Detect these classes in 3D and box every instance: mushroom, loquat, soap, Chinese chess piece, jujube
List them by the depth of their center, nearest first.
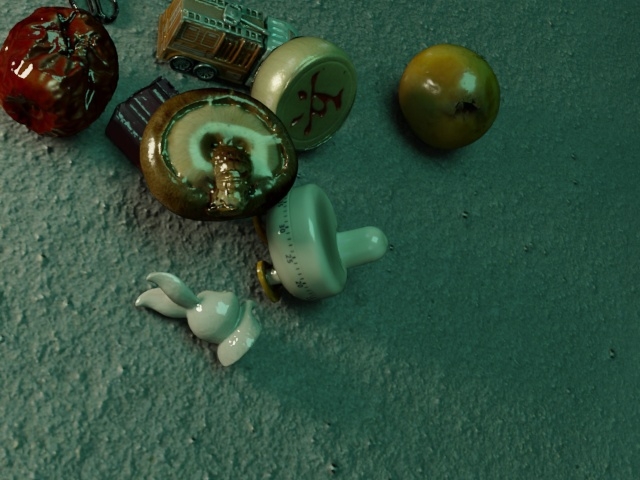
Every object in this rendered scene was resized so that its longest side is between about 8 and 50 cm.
[{"bbox_3d":[-0.185,-0.146,1.507,0.296,0.163,0.278,1,61,-20],"label":"mushroom"},{"bbox_3d":[-0.483,-0.309,1.507,0.212,0.213,0.232,30,56,-15],"label":"jujube"},{"bbox_3d":[-0.291,-0.185,1.620,0.250,0.099,0.162,48,50,0],"label":"soap"},{"bbox_3d":[-0.034,-0.317,1.770,0.249,0.250,0.103,-17,43,-38],"label":"Chinese chess piece"},{"bbox_3d":[0.321,-0.360,2.038,0.262,0.263,0.263,16,57,-25],"label":"loquat"}]

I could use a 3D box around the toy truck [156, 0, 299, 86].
[{"bbox_3d":[-0.190,-0.436,1.782,0.305,0.162,0.136,13,60,-25],"label":"toy truck"}]

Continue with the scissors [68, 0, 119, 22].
[{"bbox_3d":[-0.510,-0.595,1.762,0.109,0.022,0.300,-2,65,-38],"label":"scissors"}]

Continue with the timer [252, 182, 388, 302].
[{"bbox_3d":[0.000,0.000,1.613,0.233,0.239,0.234,-14,90,-77],"label":"timer"}]

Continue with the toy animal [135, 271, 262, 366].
[{"bbox_3d":[-0.216,0.119,1.491,0.220,0.103,0.131,41,51,-7],"label":"toy animal"}]
